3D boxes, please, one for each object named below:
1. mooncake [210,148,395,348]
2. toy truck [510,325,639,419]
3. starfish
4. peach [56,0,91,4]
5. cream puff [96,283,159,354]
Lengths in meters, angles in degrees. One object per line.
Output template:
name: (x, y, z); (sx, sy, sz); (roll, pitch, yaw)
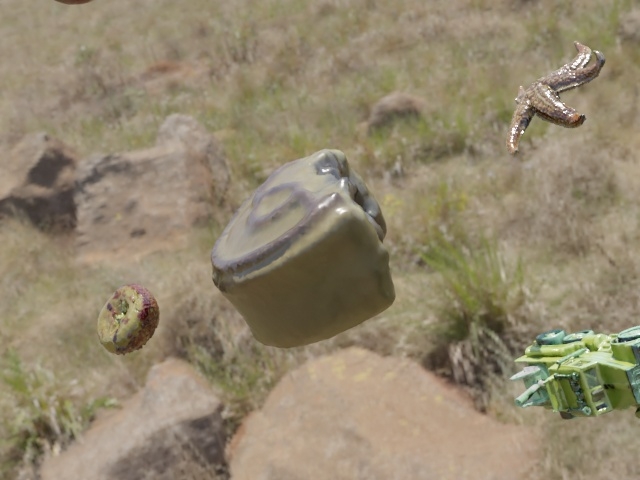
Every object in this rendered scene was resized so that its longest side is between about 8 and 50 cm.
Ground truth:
mooncake: (0.000, 0.000, 1.783); (0.393, 0.246, 0.394); (-46, 20, -30)
toy truck: (0.361, 0.199, 1.396); (0.135, 0.128, 0.259); (-20, 2, -28)
starfish: (0.324, -0.210, 1.479); (0.213, 0.057, 0.238); (-47, 21, -5)
peach: (-0.419, -0.466, 1.713); (0.152, 0.152, 0.152); (-14, 20, 5)
cream puff: (-0.370, 0.159, 1.984); (0.149, 0.084, 0.149); (-28, 48, 35)
